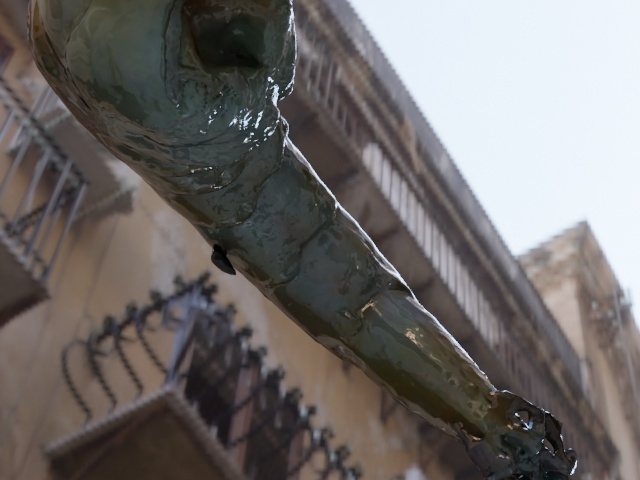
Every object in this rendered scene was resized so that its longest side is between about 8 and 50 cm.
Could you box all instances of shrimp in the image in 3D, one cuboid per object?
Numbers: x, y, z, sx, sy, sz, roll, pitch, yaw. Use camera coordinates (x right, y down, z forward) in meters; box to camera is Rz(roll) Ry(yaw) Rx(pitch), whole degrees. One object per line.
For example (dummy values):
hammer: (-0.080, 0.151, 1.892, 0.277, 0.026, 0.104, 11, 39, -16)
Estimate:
shrimp: (0.000, 0.000, 0.376, 0.049, 0.161, 0.166, -42, -92, -9)
